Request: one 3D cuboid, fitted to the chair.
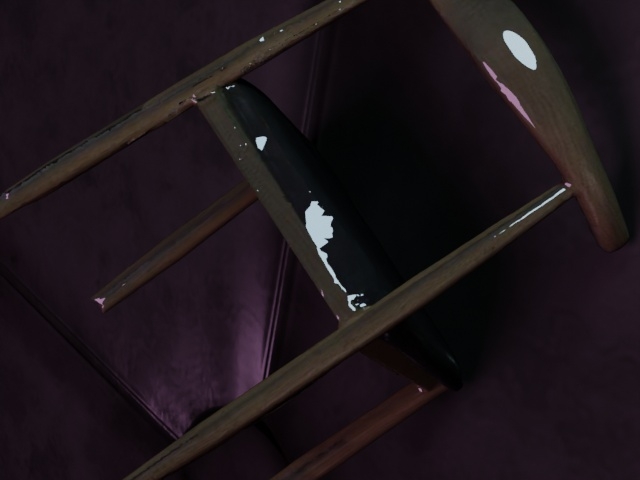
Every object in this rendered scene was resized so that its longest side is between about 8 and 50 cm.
[{"bbox_3d":[0.000,0.000,0.669,0.272,0.166,0.188,-35,68,6],"label":"chair"}]
